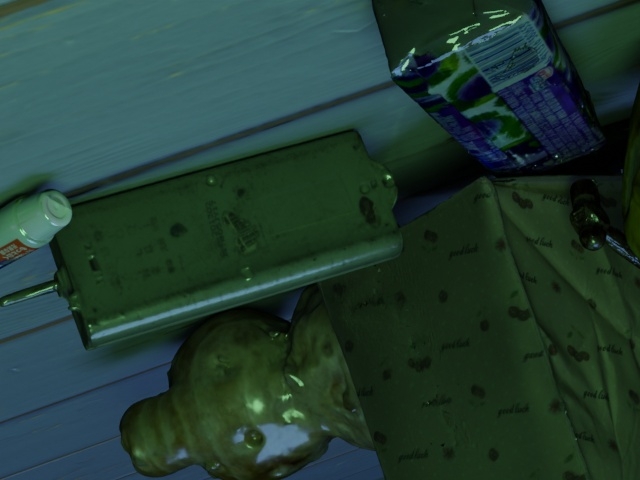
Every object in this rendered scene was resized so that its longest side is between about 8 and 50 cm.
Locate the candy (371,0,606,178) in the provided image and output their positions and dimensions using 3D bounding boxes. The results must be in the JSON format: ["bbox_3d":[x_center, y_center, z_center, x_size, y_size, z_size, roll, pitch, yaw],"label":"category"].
[{"bbox_3d":[0.109,-0.100,1.052,0.088,0.061,0.312,-22,165,11],"label":"candy"}]

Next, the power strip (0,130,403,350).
[{"bbox_3d":[-0.077,0.002,1.101,0.268,0.092,0.034,-17,162,-17],"label":"power strip"}]

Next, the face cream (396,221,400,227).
[{"bbox_3d":[0.000,0.000,1.282,0.072,0.051,0.182,-30,164,27],"label":"face cream"}]

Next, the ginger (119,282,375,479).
[{"bbox_3d":[0.005,0.114,1.470,0.375,0.176,0.256,-22,-175,9],"label":"ginger"}]

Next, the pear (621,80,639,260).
[{"bbox_3d":[0.344,-0.066,1.139,0.321,0.269,0.269,-18,166,-34],"label":"pear"}]

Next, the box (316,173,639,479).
[{"bbox_3d":[0.167,0.117,1.229,0.225,0.297,0.190,-2,157,-46],"label":"box"}]

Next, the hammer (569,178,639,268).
[{"bbox_3d":[0.235,0.020,1.193,0.178,0.065,0.021,34,123,-30],"label":"hammer"}]

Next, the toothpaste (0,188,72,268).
[{"bbox_3d":[-0.232,0.018,1.079,0.218,0.033,0.052,-26,161,37],"label":"toothpaste"}]

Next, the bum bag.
[{"bbox_3d":[0.232,-0.057,1.365,0.248,0.069,0.102,-18,149,-17],"label":"bum bag"}]
